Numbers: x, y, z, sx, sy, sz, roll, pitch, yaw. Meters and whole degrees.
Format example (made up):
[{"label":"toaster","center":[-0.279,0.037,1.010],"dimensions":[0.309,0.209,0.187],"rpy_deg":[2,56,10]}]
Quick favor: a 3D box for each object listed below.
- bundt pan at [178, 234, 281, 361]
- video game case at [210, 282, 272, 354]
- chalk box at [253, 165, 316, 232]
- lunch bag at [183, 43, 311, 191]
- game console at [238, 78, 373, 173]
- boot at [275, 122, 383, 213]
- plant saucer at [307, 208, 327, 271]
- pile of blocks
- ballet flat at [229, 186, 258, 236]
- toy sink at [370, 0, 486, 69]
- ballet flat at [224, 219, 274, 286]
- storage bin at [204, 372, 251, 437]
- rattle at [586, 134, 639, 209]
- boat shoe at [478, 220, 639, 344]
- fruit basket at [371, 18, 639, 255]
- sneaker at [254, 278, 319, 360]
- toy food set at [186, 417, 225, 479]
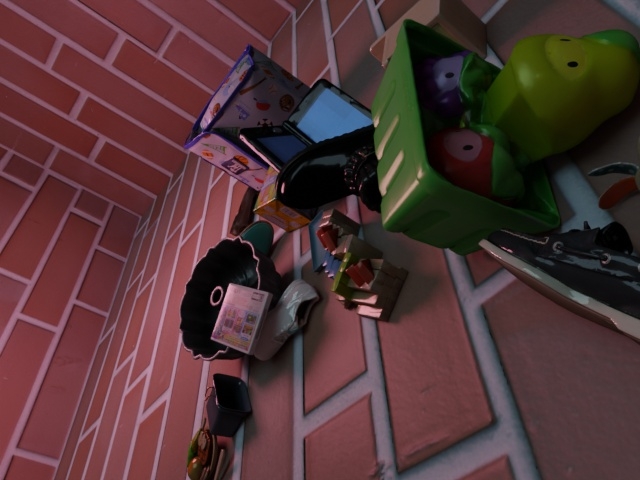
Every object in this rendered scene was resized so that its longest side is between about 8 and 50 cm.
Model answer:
[{"label":"bundt pan","center":[-0.223,0.162,1.413],"dimensions":[0.330,0.124,0.331],"rpy_deg":[-23,54,36]},{"label":"video game case","center":[-0.185,0.179,1.261],"dimensions":[0.157,0.019,0.143],"rpy_deg":[7,76,46]},{"label":"chalk box","center":[-0.077,-0.155,1.524],"dimensions":[0.132,0.132,0.213],"rpy_deg":[-22,43,51]},{"label":"lunch bag","center":[-0.208,-0.356,1.749],"dimensions":[0.385,0.327,0.239],"rpy_deg":[-43,32,27]},{"label":"game console","center":[-0.023,-0.281,1.391],"dimensions":[0.293,0.250,0.173],"rpy_deg":[43,130,32]},{"label":"boot","center":[0.067,-0.121,1.129],"dimensions":[0.347,0.131,0.260],"rpy_deg":[-27,34,10]},{"label":"plant saucer","center":[0.000,0.000,1.356],"dimensions":[0.067,0.018,0.192],"rpy_deg":[-46,30,26]},{"label":"pile of blocks","center":[0.041,0.041,1.131],"dimensions":[0.149,0.112,0.362],"rpy_deg":[-55,26,9]},{"label":"ballet flat","center":[-0.255,-0.111,1.896],"dimensions":[0.084,0.058,0.250],"rpy_deg":[117,171,-50]},{"label":"toy sink","center":[0.233,-0.423,1.226],"dimensions":[0.234,0.152,0.131],"rpy_deg":[-30,39,45]},{"label":"ballet flat","center":[-0.237,0.082,1.607],"dimensions":[0.316,0.107,0.106],"rpy_deg":[-62,12,-6]},{"label":"storage bin","center":[-0.233,0.394,1.287],"dimensions":[0.091,0.098,0.135],"rpy_deg":[-65,24,13]},{"label":"rattle","center":[0.435,-0.112,0.641],"dimensions":[0.143,0.130,0.200],"rpy_deg":[-55,-3,-15]},{"label":"boat shoe","center":[0.326,0.035,0.614],"dimensions":[0.113,0.127,0.340],"rpy_deg":[-57,28,3]},{"label":"fruit basket","center":[0.266,-0.196,0.822],"dimensions":[0.392,0.282,0.392],"rpy_deg":[-46,35,46]},{"label":"sneaker","center":[-0.079,0.193,1.241],"dimensions":[0.212,0.080,0.094],"rpy_deg":[-58,38,1]},{"label":"toy food set","center":[-0.280,0.506,1.277],"dimensions":[0.192,0.038,0.133],"rpy_deg":[14,89,63]}]
